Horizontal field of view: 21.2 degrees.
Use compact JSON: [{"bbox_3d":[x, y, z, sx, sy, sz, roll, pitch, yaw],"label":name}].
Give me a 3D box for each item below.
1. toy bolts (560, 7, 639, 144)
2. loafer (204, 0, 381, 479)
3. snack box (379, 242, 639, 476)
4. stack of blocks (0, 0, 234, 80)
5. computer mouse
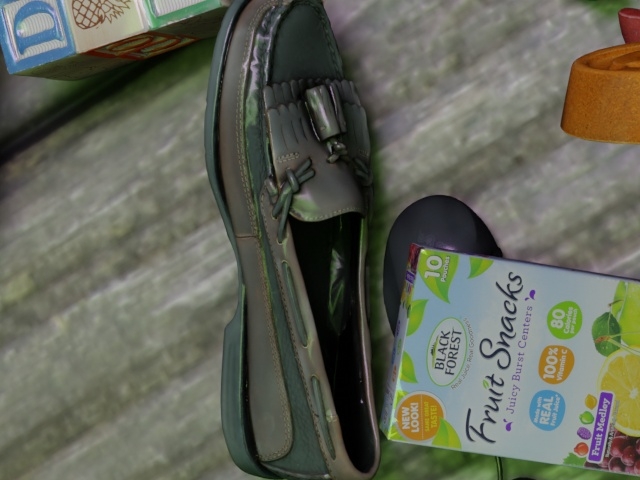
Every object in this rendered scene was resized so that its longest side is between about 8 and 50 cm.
[{"bbox_3d":[0.200,-0.021,0.776,0.218,0.228,0.158,-10,105,-13],"label":"toy bolts"},{"bbox_3d":[0.000,0.000,0.900,0.084,0.096,0.267,9,105,44],"label":"loafer"},{"bbox_3d":[0.108,0.062,0.878,0.141,0.037,0.100,9,93,-7],"label":"snack box"},{"bbox_3d":[-0.115,-0.253,0.936,0.171,0.087,0.297,-15,88,18],"label":"stack of blocks"},{"bbox_3d":[0.083,0.094,0.914,0.071,0.041,0.242,-16,88,17],"label":"computer mouse"}]
